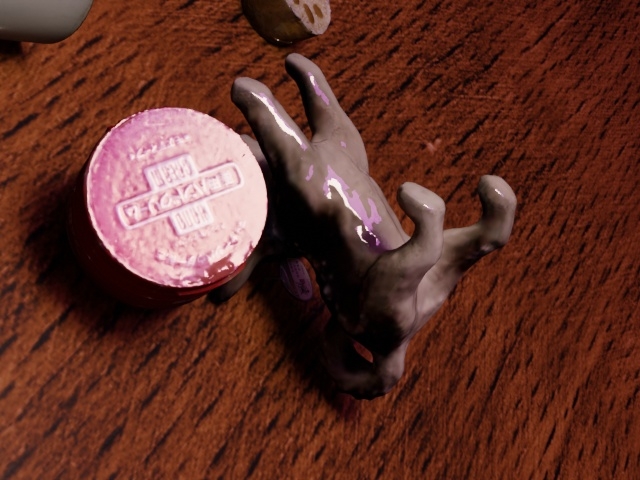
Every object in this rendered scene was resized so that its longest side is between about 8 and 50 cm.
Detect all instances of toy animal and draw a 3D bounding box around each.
[{"bbox_3d":[0.000,0.000,1.493,0.344,0.302,0.194,35,30,17],"label":"toy animal"}]

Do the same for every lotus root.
[{"bbox_3d":[-0.042,-0.321,1.787,0.112,0.081,0.122,45,37,-21],"label":"lotus root"}]

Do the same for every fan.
[{"bbox_3d":[-0.033,0.051,1.590,0.060,0.003,0.080,53,36,-6],"label":"fan"}]

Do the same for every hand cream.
[{"bbox_3d":[-0.159,-0.030,1.341,0.193,0.125,0.193,4,76,-18],"label":"hand cream"}]

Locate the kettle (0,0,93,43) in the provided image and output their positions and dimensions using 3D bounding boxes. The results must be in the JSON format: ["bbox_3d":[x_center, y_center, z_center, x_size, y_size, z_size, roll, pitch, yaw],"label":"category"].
[{"bbox_3d":[-0.362,-0.311,1.313,0.236,0.161,0.221,-5,101,-48],"label":"kettle"}]
